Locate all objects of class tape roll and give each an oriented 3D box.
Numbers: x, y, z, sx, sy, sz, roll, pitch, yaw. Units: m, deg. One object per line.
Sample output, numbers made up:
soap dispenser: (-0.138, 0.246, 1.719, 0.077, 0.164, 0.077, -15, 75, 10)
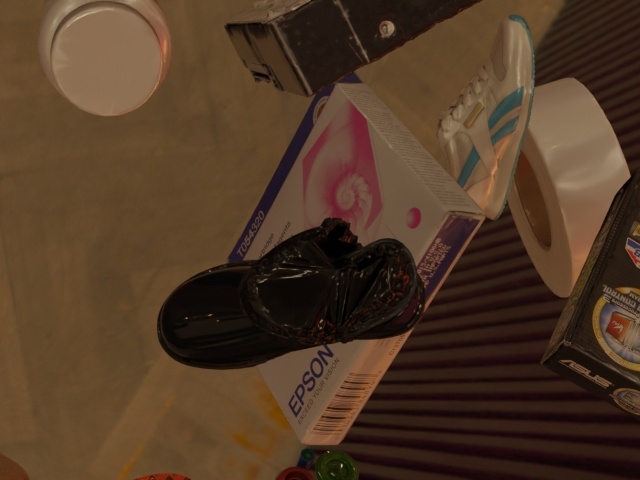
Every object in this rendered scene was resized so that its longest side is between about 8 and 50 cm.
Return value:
tape roll: (0.326, -0.072, 1.536, 0.100, 0.286, 0.286, -18, 87, -2)

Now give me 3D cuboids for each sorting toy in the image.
sorting toy: (-0.010, 0.273, 1.303, 0.102, 0.042, 0.061, -10, 54, -26)

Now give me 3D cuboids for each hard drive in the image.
hard drive: (0.099, -0.217, 0.836, 0.339, 0.237, 0.064, -31, 105, -4)

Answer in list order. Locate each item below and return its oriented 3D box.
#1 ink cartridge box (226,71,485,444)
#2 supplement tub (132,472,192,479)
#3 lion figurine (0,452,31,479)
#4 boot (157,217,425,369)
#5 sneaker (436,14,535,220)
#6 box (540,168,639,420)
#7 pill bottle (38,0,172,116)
ink cartridge box: (0.000, 0.000, 1.288, 0.071, 0.330, 0.324, 6, 124, -39)
supplement tub: (-0.169, 0.468, 1.392, 0.207, 0.207, 0.338, -17, 50, -18)
lion figurine: (-0.336, 0.160, 0.978, 0.142, 0.240, 0.392, -26, 87, 1)
boot: (-0.038, 0.046, 0.912, 0.246, 0.207, 0.094, -7, 80, 9)
sneaker: (0.178, -0.136, 1.256, 0.092, 0.087, 0.229, 11, 109, 1)
box: (0.366, 0.086, 1.058, 0.270, 0.060, 0.216, 30, 60, 3)
pill bottle: (-0.215, -0.198, 1.145, 0.131, 0.229, 0.131, -4, 109, -10)
